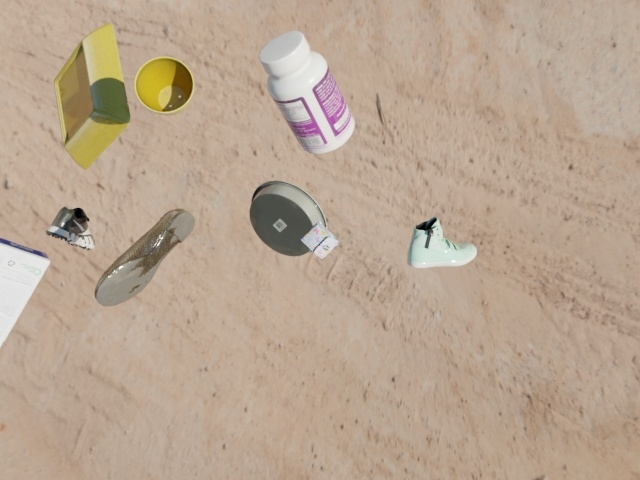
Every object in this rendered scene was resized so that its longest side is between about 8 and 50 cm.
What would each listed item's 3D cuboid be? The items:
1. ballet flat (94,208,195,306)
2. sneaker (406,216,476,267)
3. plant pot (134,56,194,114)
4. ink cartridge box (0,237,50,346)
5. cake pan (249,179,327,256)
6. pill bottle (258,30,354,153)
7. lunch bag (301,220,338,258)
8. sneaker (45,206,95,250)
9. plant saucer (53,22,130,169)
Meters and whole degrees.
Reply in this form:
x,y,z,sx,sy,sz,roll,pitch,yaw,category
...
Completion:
x,y,z,sx,sy,sz,roll,pitch,yaw,category
-0.354,0.027,1.083,0.058,0.084,0.250,25,67,37,ballet flat
0.400,0.000,1.726,0.256,0.094,0.151,-7,115,-23,sneaker
-0.358,-0.349,1.278,0.134,0.095,0.134,0,83,-4,plant pot
-0.621,0.085,0.919,0.045,0.223,0.224,32,92,49,ink cartridge box
-0.119,-0.062,1.822,0.293,0.054,0.293,17,132,20,cake pan
-0.037,-0.387,1.431,0.169,0.301,0.169,-16,47,17,pill bottle
0.000,0.000,1.503,0.071,0.053,0.083,-43,96,12,lunch bag
-0.692,-0.037,1.550,0.078,0.234,0.106,18,79,3,sneaker
-0.700,-0.427,1.616,0.333,0.081,0.332,-26,73,41,plant saucer
